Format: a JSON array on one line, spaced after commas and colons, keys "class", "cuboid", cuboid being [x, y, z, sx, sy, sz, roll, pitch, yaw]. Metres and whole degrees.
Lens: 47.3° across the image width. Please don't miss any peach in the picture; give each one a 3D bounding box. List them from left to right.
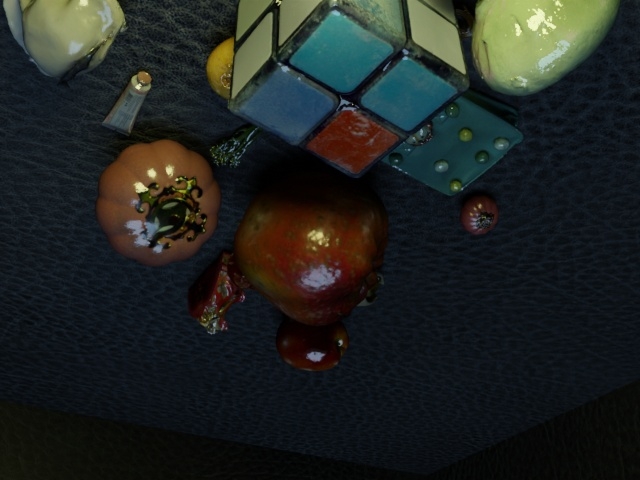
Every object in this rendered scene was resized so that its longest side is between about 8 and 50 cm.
[{"class": "peach", "cuboid": [-0.029, 0.322, 2.399, 0.243, 0.199, 0.243, 6, -176, 0]}]

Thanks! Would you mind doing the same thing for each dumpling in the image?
[{"class": "dumpling", "cuboid": [-0.500, -0.400, 1.385, 0.293, 0.163, 0.204, -16, 148, 39]}]

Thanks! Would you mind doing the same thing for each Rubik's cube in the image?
[{"class": "Rubik's cube", "cuboid": [0.044, -0.359, 1.328, 0.318, 0.313, 0.316, 23, 137, -30]}]

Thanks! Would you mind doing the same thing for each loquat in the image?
[{"class": "loquat", "cuboid": [-0.162, -0.350, 1.492, 0.141, 0.141, 0.141, -1, 145, -1]}]

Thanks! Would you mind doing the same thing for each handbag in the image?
[{"class": "handbag", "cuboid": [0.299, -0.230, 1.709, 0.274, 0.100, 0.269, 19, 141, -28]}]

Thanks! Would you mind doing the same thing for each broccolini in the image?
[{"class": "broccolini", "cuboid": [-0.177, -0.247, 1.726, 0.201, 0.058, 0.074, -41, 146, 22]}]

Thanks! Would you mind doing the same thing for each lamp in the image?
[{"class": "lamp", "cuboid": [-0.391, -0.093, 1.751, 0.305, 0.239, 0.305, -9, 109, -28]}, {"class": "lamp", "cuboid": [0.424, -0.068, 1.950, 0.107, 0.092, 0.107, -8, 118, -16]}]

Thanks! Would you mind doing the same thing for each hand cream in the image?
[{"class": "hand cream", "cuboid": [-0.426, -0.302, 1.630, 0.067, 0.043, 0.209, 20, 145, -25]}]

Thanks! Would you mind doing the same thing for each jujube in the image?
[{"class": "jujube", "cuboid": [-0.150, 0.067, 2.072, 0.230, 0.155, 0.155, -10, 145, 25]}]

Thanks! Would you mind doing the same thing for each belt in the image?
[{"class": "belt", "cuboid": [0.275, -0.443, 1.461, 0.083, 0.036, 0.059, 25, 130, -33]}]

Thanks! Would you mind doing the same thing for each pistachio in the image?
[{"class": "pistachio", "cuboid": [0.096, 0.117, 2.169, 0.238, 0.153, 0.138, 25, 97, -35]}]

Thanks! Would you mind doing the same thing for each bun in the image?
[{"class": "bun", "cuboid": [0.375, -0.414, 1.310, 0.293, 0.293, 0.187, -28, 124, 32]}]

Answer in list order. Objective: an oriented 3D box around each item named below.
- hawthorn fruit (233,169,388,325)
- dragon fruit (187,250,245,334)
[{"class": "hawthorn fruit", "cuboid": [-0.034, 0.005, 1.823, 0.402, 0.403, 0.403, -1, 145, -1]}, {"class": "dragon fruit", "cuboid": [-0.304, 0.184, 2.189, 0.134, 0.211, 0.262, 25, 143, -22]}]
